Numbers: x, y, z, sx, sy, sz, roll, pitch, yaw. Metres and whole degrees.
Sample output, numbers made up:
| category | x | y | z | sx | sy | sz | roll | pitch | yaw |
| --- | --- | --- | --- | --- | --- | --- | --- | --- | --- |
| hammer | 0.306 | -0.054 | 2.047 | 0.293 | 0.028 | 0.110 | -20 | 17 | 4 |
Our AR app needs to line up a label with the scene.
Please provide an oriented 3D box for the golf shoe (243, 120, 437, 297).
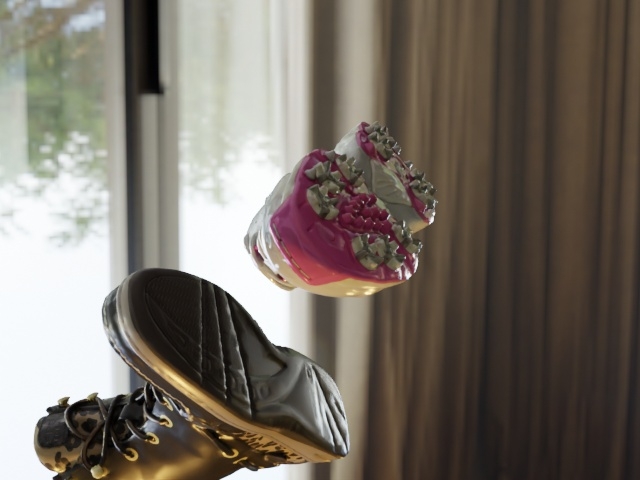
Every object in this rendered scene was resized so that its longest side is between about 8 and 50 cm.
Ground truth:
| category | x | y | z | sx | sy | sz | roll | pitch | yaw |
| --- | --- | --- | --- | --- | --- | --- | --- | --- | --- |
| golf shoe | 0.000 | 0.000 | 1.101 | 0.140 | 0.115 | 0.306 | -35 | 180 | 17 |

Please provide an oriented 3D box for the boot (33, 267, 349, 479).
| category | x | y | z | sx | sy | sz | roll | pitch | yaw |
| --- | --- | --- | --- | --- | --- | --- | --- | --- | --- |
| boot | -0.172 | 0.171 | 1.511 | 0.284 | 0.138 | 0.377 | -21 | 149 | 23 |
